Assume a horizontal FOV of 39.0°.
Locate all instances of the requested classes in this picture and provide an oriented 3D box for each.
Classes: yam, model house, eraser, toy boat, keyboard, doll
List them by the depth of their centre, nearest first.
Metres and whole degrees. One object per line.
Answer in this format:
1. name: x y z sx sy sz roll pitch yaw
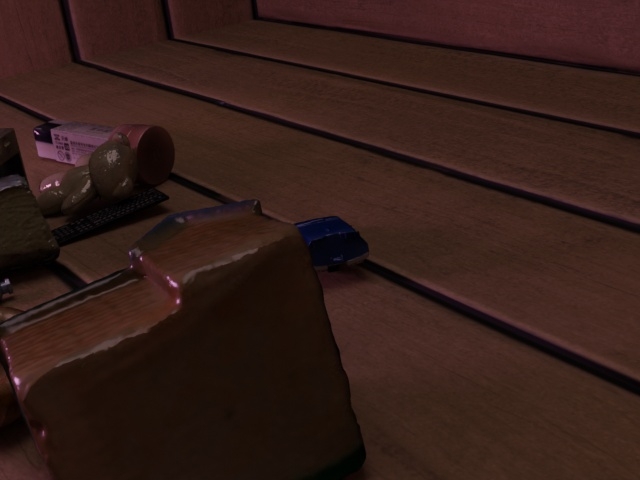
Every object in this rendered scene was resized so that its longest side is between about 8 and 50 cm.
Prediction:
1. model house: -0.196 0.166 1.176 0.382 0.334 0.342 -22 17 -20
2. toy boat: 0.000 0.000 1.750 0.129 0.088 0.295 -12 13 -10
3. yam: -0.703 -0.004 1.822 0.271 0.202 0.201 -23 6 -29
4. keyboard: -0.436 -0.073 2.070 0.381 0.041 0.103 -20 27 -28
5. doll: -0.553 -0.135 2.156 0.278 0.175 0.149 -16 -18 16
6. eraser: -0.623 -0.258 2.472 0.404 0.098 0.096 13 29 36

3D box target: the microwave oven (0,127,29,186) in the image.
1. microwave oven: -0.755 -0.113 1.999 0.194 0.240 0.145 -1 25 12

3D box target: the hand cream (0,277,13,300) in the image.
1. hand cream: -0.670 0.115 1.710 0.171 0.043 0.065 -22 22 -21

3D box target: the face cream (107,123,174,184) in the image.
1. face cream: -0.451 -0.217 2.265 0.104 0.149 0.149 7 27 30

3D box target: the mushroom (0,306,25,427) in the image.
1. mushroom: -0.511 0.192 1.368 0.278 0.146 0.278 4 25 -2
